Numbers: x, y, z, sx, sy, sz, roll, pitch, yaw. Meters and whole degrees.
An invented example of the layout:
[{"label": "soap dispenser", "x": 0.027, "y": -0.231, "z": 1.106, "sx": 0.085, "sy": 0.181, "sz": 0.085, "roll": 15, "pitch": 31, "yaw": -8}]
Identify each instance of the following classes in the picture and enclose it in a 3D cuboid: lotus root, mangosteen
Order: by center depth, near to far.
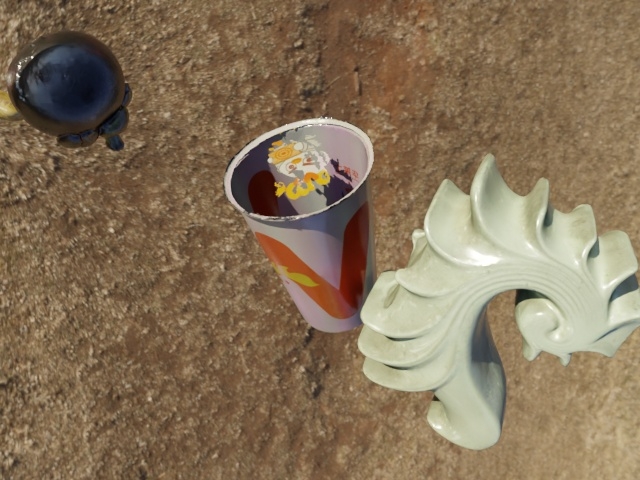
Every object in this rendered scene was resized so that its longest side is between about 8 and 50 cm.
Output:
[{"label": "mangosteen", "x": -0.455, "y": -0.269, "z": 0.985, "sx": 0.211, "sy": 0.211, "sz": 0.250, "roll": -48, "pitch": 134, "yaw": -15}, {"label": "lotus root", "x": -0.716, "y": -0.303, "z": 1.153, "sx": 0.151, "sy": 0.072, "sz": 0.063, "roll": 19, "pitch": 99, "yaw": 1}]

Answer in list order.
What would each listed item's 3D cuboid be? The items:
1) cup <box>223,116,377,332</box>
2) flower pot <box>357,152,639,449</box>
[{"label": "cup", "x": 0.000, "y": 0.000, "z": 0.748, "sx": 0.203, "sy": 0.203, "sz": 0.289, "roll": -40, "pitch": 140, "yaw": -20}, {"label": "flower pot", "x": 0.194, "y": 0.094, "z": 0.658, "sx": 0.368, "sy": 0.254, "sz": 0.165, "roll": -60, "pitch": 175, "yaw": 36}]
